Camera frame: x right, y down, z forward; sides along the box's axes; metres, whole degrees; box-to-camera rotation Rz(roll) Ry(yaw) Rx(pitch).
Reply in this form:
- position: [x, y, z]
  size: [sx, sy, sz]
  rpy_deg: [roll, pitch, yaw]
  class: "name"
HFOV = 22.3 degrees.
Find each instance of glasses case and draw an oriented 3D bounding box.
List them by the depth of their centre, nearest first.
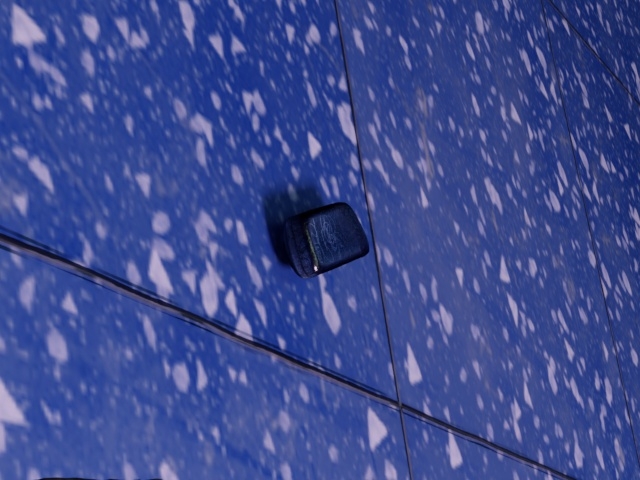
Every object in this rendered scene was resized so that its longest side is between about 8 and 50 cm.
- position: [0.000, 0.000, 0.850]
  size: [0.033, 0.023, 0.083]
  rpy_deg: [67, 21, 1]
  class: "glasses case"

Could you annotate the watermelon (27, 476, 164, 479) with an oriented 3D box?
- position: [-0.136, 0.085, 0.332]
  size: [0.136, 0.202, 0.207]
  rpy_deg: [38, -13, 49]
  class: "watermelon"
